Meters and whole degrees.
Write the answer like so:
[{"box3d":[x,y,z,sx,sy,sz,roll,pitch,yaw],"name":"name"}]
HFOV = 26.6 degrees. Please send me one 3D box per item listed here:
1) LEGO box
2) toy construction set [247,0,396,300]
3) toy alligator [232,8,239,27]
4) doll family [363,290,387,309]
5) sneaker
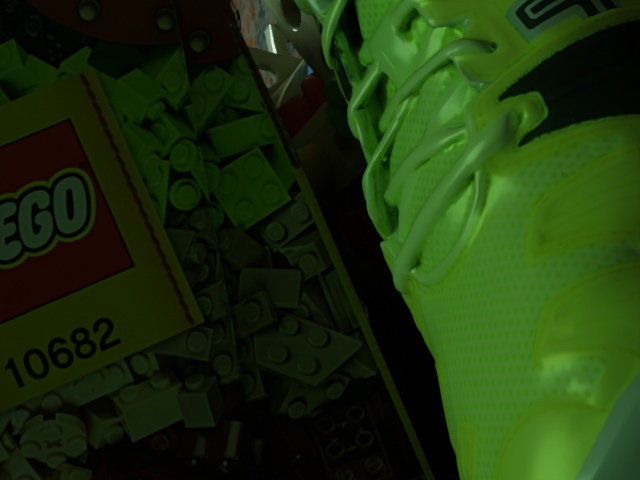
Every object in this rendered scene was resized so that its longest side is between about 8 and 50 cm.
[{"box3d":[-0.102,0.085,0.678,0.500,0.193,0.372,168,78,-81],"name":"LEGO box"},{"box3d":[0.010,-0.082,0.717,0.215,0.151,0.327,61,167,7],"name":"toy construction set"},{"box3d":[-0.121,-0.265,1.344,0.056,0.051,0.189,104,158,-44],"name":"toy alligator"},{"box3d":[0.000,0.000,0.900,0.111,0.076,0.193,101,163,-63],"name":"doll family"},{"box3d":[0.049,-0.060,0.451,0.384,0.147,0.145,-90,22,-43],"name":"sneaker"}]
